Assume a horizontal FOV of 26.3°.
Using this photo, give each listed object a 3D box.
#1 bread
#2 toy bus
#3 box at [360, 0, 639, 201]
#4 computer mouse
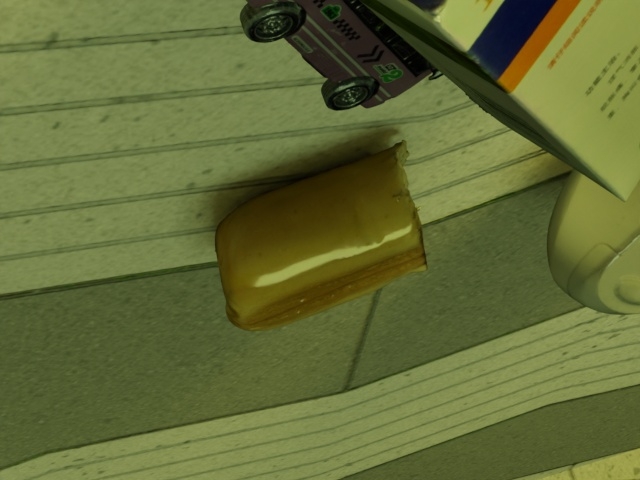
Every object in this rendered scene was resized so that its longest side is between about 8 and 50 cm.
[{"bbox_3d":[-0.001,-0.002,1.031,0.173,0.085,0.134,-21,160,-1],"label":"bread"},{"bbox_3d":[0.013,-0.141,0.730,0.098,0.087,0.178,-27,156,15],"label":"toy bus"},{"bbox_3d":[0.132,-0.157,0.668,0.200,0.106,0.299,-55,151,5],"label":"box"},{"bbox_3d":[0.302,-0.063,1.097,0.184,0.121,0.297,12,128,-38],"label":"computer mouse"}]
